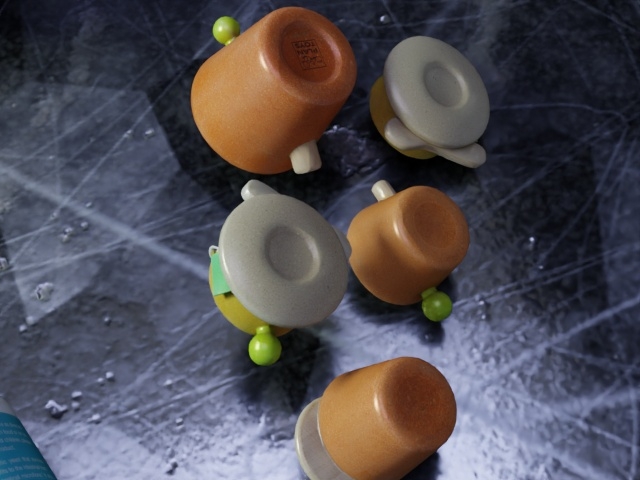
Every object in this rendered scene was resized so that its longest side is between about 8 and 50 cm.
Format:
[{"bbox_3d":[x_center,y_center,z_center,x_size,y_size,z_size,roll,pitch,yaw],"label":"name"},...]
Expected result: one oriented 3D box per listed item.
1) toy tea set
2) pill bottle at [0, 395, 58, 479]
[{"bbox_3d":[0.000,0.000,0.858,0.200,0.124,0.336,20,58,-23],"label":"toy tea set"},{"bbox_3d":[-0.207,0.181,0.730,0.146,0.146,0.264,-32,68,-14],"label":"pill bottle"}]
